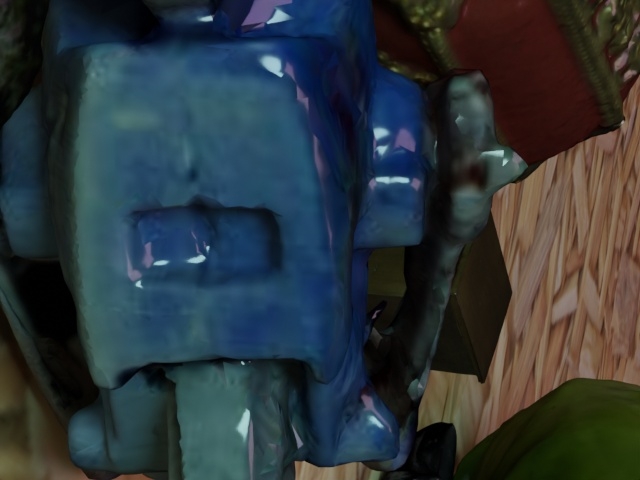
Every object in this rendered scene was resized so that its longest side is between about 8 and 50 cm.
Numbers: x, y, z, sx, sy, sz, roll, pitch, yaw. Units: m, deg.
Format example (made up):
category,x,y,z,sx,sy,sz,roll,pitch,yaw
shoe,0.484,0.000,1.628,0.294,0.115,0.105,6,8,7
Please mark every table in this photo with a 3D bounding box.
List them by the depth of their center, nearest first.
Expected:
category,x,y,z,sx,sy,sz,roll,pitch,yaw
table,0.059,0.028,0.811,0.083,0.082,0.070,68,35,-45

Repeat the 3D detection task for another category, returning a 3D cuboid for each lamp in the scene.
category,x,y,z,sx,sy,sz,roll,pitch,yaw
lamp,0.081,-0.138,0.723,0.274,0.177,0.177,44,55,-61

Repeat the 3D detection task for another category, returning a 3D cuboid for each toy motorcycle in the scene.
category,x,y,z,sx,sy,sz,roll,pitch,yaw
toy motorcycle,-0.052,-0.045,0.496,0.182,0.241,0.319,-13,119,-23

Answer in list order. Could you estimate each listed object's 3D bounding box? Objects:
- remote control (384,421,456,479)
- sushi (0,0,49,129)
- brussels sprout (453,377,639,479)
category,x,y,z,sx,sy,sz,roll,pitch,yaw
remote control,0.040,0.235,0.850,0.090,0.066,0.266,82,18,-60
sushi,-0.133,-0.111,0.288,0.126,0.136,0.225,-20,117,-55
brussels sprout,0.210,0.269,0.899,0.315,0.276,0.371,111,-8,-59
